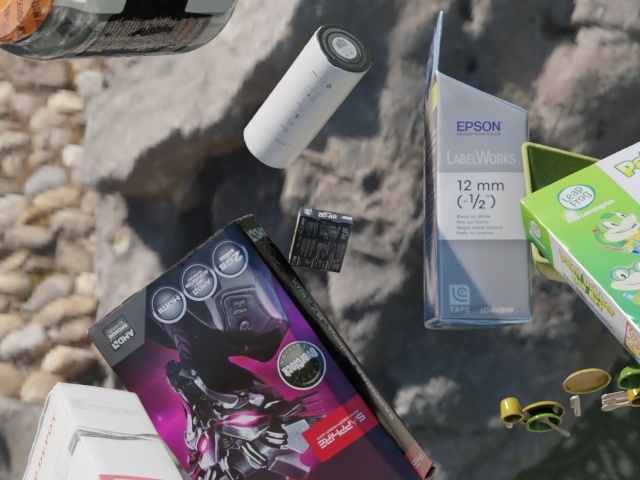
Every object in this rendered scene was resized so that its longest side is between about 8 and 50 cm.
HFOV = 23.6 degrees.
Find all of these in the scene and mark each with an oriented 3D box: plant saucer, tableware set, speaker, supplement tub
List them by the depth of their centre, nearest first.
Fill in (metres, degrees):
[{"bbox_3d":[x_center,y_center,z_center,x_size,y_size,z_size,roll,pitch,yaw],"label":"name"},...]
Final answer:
[{"bbox_3d":[-0.013,-0.122,1.328,0.055,0.136,0.055,20,45,-21],"label":"speaker"},{"bbox_3d":[0.255,0.162,1.525,0.154,0.104,0.024,-10,57,4],"label":"tableware set"},{"bbox_3d":[0.290,-0.007,1.553,0.188,0.045,0.188,13,40,-9],"label":"plant saucer"},{"bbox_3d":[-0.242,-0.287,1.611,0.194,0.193,0.316,38,26,22],"label":"supplement tub"}]

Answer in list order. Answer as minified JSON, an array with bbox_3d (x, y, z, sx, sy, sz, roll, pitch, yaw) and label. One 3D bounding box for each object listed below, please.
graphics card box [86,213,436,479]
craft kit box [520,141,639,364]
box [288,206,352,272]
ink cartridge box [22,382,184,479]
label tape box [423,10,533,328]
[{"bbox_3d":[-0.069,0.182,1.771,0.371,0.233,0.094,55,15,3],"label":"graphics card box"},{"bbox_3d":[0.345,-0.005,1.357,0.250,0.061,0.246,-26,40,-10],"label":"craft kit box"},{"bbox_3d":[0.000,0.000,1.900,0.067,0.083,0.018,8,39,-6],"label":"box"},{"bbox_3d":[-0.198,0.249,1.383,0.092,0.158,0.218,10,19,-28],"label":"ink cartridge box"},{"bbox_3d":[0.180,-0.071,1.797,0.115,0.249,0.347,2,85,0],"label":"label tape box"}]
